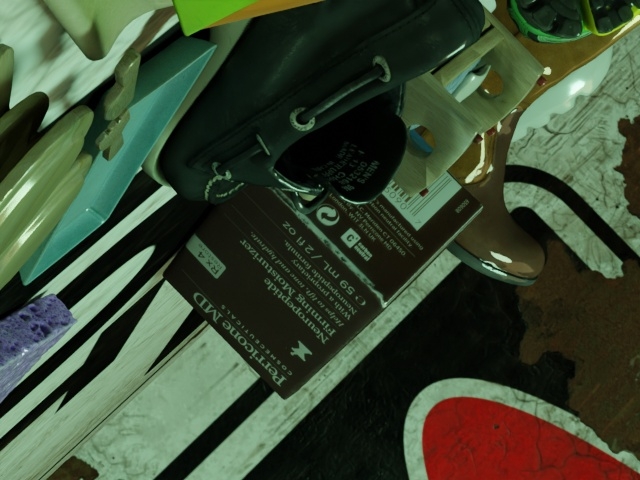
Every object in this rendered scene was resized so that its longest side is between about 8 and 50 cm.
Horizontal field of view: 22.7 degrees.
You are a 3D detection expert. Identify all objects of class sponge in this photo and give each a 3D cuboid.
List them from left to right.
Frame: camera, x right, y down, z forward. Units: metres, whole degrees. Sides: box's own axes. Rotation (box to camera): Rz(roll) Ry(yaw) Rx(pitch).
[{"bbox_3d":[-0.230,0.101,0.966,0.117,0.031,0.210,-45,177,18],"label":"sponge"}]

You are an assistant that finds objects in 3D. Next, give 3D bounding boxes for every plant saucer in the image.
[{"bbox_3d":[-0.108,-0.038,0.794,0.067,0.018,0.192,-42,178,-34],"label":"plant saucer"}]

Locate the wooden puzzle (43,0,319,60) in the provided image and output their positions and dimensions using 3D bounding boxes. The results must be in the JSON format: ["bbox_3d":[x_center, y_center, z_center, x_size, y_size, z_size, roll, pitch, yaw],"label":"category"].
[{"bbox_3d":[0.028,-0.112,0.491,0.238,0.044,0.221,-19,176,-2],"label":"wooden puzzle"}]

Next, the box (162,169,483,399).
[{"bbox_3d":[0.000,0.000,1.423,0.167,0.168,0.203,-43,177,-40],"label":"box"}]

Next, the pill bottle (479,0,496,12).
[{"bbox_3d":[0.075,-0.154,1.219,0.120,0.067,0.067,-44,178,-6],"label":"pill bottle"}]

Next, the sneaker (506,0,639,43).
[{"bbox_3d":[0.288,-0.287,1.327,0.343,0.134,0.146,-34,-176,-6],"label":"sneaker"}]

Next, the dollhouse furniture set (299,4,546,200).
[{"bbox_3d":[0.025,-0.075,1.023,0.184,0.129,0.129,-46,177,35],"label":"dollhouse furniture set"}]

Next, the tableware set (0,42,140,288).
[{"bbox_3d":[-0.128,-0.016,0.617,0.128,0.039,0.194,-52,-177,-10],"label":"tableware set"}]

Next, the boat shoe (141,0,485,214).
[{"bbox_3d":[-0.001,-0.072,0.826,0.127,0.113,0.340,-43,178,-29],"label":"boat shoe"}]

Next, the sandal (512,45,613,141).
[{"bbox_3d":[0.093,-0.123,1.602,0.416,0.102,0.169,-34,-147,14],"label":"sandal"}]

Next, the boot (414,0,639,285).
[{"bbox_3d":[0.190,-0.124,1.477,0.280,0.264,0.096,-43,-174,17],"label":"boot"}]
